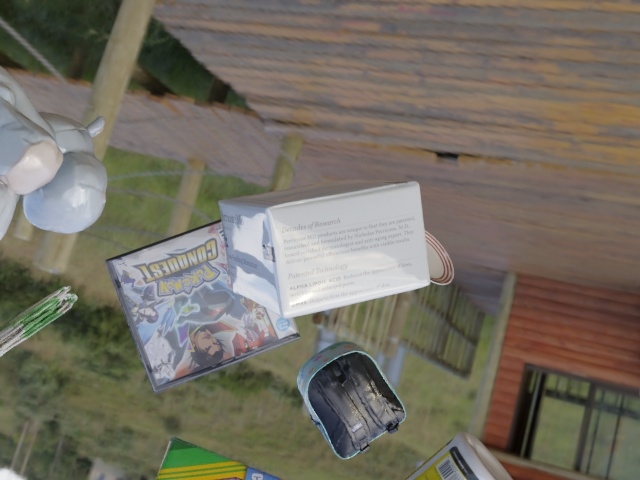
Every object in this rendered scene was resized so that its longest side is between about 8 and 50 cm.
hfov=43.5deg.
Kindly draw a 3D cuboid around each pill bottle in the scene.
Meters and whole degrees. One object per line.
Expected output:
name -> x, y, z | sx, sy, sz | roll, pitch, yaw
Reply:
pill bottle -> 0.146, 0.358, 1.042 | 0.119, 0.208, 0.119 | 46, -170, -10

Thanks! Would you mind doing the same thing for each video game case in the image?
video game case -> -0.204, 0.104, 1.412 | 0.275, 0.248, 0.035 | -20, -177, -7

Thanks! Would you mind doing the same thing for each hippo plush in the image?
hippo plush -> -0.412, -0.104, 1.043 | 0.234, 0.294, 0.236 | -32, 159, 8

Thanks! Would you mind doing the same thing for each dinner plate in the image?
dinner plate -> 0.203, 0.030, 1.559 | 0.141, 0.141, 0.017 | 22, 129, -30

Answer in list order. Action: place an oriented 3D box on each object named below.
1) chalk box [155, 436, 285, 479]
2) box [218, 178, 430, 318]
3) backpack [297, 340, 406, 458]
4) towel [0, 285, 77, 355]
chalk box -> -0.066, 0.369, 0.891 | 0.289, 0.179, 0.180 | 21, 149, 1
box -> 0.000, 0.000, 0.910 | 0.182, 0.119, 0.181 | -11, -171, -22
backpack -> 0.049, 0.285, 1.513 | 0.188, 0.166, 0.144 | 59, 177, -21
towel -> -0.578, 0.203, 1.345 | 0.248, 0.325, 0.038 | -23, 106, 45
